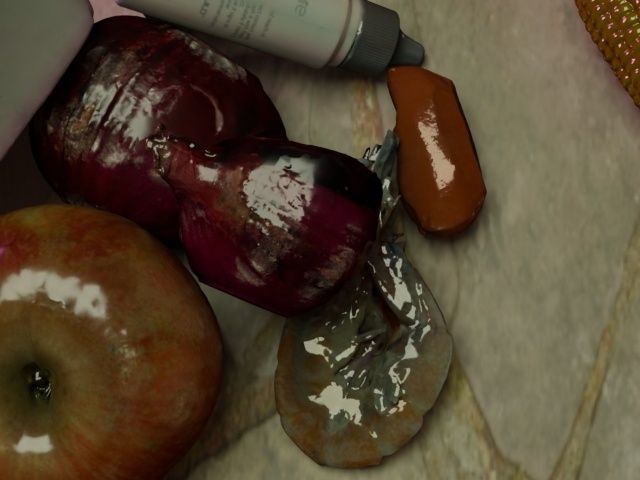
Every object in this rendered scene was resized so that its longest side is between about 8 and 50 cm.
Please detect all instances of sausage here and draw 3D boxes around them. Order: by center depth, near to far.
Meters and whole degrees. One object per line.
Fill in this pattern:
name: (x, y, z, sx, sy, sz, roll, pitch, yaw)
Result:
sausage: (0.110, -0.088, 1.408, 0.089, 0.089, 0.179, -14, 72, 9)

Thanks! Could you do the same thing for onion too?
onion: (-0.064, -0.022, 1.265, 0.195, 0.218, 0.139, 9, 76, 57)
onion: (-0.154, -0.100, 1.419, 0.206, 0.207, 0.216, 30, 85, 26)

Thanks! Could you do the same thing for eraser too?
eraser: (-0.374, -0.172, 1.440, 0.272, 0.122, 0.359, -53, 30, -6)

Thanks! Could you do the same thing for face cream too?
face cream: (-0.040, -0.223, 1.433, 0.311, 0.092, 0.092, 16, 71, -18)

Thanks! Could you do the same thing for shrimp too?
shrimp: (0.051, 0.056, 1.354, 0.164, 0.062, 0.316, 13, 88, 19)

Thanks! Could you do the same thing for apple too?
apple: (-0.232, 0.105, 1.342, 0.302, 0.301, 0.301, -5, 69, 13)

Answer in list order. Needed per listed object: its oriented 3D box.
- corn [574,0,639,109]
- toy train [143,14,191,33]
corn: (0.348, -0.144, 1.352, 0.120, 0.120, 0.363, -31, 67, 1)
toy train: (-0.112, -0.366, 1.554, 0.202, 0.120, 0.300, -17, 67, 11)
